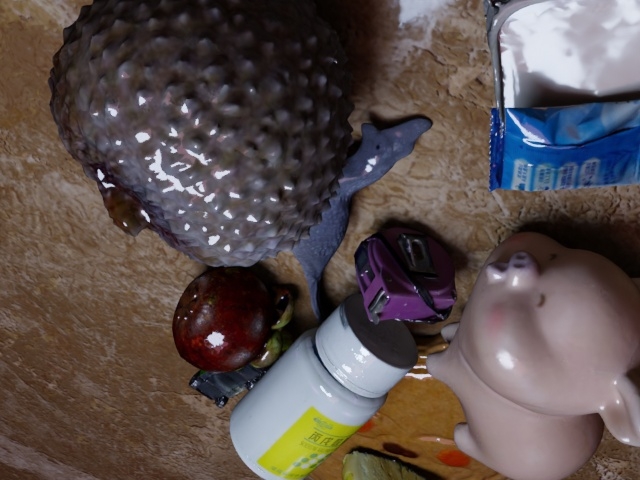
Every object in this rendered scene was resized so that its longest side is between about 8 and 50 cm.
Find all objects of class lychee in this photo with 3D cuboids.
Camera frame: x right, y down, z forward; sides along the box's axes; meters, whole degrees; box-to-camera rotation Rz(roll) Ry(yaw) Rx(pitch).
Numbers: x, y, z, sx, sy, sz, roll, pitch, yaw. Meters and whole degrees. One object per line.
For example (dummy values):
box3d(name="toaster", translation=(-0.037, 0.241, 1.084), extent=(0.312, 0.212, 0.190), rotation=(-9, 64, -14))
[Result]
box3d(name="lychee", translation=(-0.102, -0.120, 0.722), extent=(0.299, 0.300, 0.300), rotation=(10, 133, 11))

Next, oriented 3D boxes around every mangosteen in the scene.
box3d(name="mangosteen", translation=(-0.113, 0.125, 1.029), extent=(0.155, 0.146, 0.181), rotation=(-33, 111, 33))

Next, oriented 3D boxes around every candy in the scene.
box3d(name="candy", translation=(0.209, -0.076, 0.622), extent=(0.136, 0.038, 0.088), rotation=(-2, 130, 10))
box3d(name="candy", translation=(0.235, -0.161, 0.659), extent=(0.184, 0.137, 0.195), rotation=(-3, 128, 22))

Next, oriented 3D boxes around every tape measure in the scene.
box3d(name="tape measure", translation=(0.103, 0.044, 0.895), extent=(0.118, 0.125, 0.074), rotation=(3, 138, -28))

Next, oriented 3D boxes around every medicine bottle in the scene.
box3d(name="medicine bottle", translation=(0.002, 0.197, 0.992), extent=(0.143, 0.143, 0.258), rotation=(34, 116, -12))

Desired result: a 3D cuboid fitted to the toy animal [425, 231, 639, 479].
box3d(name="toy animal", translation=(0.256, 0.147, 0.869), extent=(0.269, 0.237, 0.326), rotation=(-7, 126, 30))

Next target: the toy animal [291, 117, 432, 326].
box3d(name="toy animal", translation=(-0.028, -0.018, 0.909), extent=(0.205, 0.081, 0.367), rotation=(10, 133, -15))

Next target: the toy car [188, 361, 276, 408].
box3d(name="toy car", translation=(-0.135, 0.200, 1.163), extent=(0.071, 0.063, 0.165), rotation=(41, 131, -16))

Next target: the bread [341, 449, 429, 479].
box3d(name="bread", translation=(0.105, 0.390, 1.141), extent=(0.157, 0.094, 0.083), rotation=(14, 130, -5))

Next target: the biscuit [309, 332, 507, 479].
box3d(name="biscuit", translation=(0.126, 0.294, 1.158), extent=(0.349, 0.078, 0.455), rotation=(21, 134, -4))
